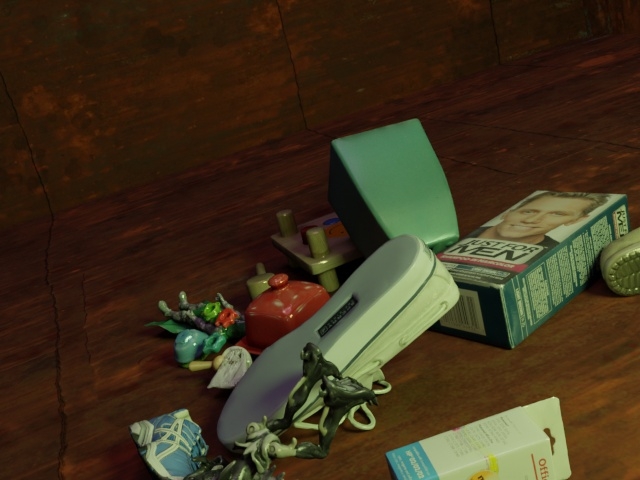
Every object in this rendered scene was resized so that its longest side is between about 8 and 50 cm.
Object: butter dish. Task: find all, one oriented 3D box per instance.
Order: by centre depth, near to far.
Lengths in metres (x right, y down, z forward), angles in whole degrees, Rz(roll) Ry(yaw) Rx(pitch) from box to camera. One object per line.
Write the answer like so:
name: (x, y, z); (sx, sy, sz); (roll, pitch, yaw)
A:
butter dish: (-0.055, 0.111, 1.189); (0.160, 0.118, 0.160); (1, 24, 41)

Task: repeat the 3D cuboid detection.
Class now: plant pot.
plant pot: (0.133, -0.055, 1.244); (0.165, 0.166, 0.234); (-16, 56, -13)

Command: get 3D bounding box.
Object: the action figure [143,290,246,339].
action figure: (-0.203, 0.141, 1.319); (0.232, 0.064, 0.137); (9, 27, 44)

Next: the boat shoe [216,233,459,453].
boat shoe: (0.037, 0.166, 0.951); (0.367, 0.156, 0.136); (-45, 25, 2)

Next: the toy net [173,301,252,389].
toy net: (-0.157, 0.178, 1.163); (0.122, 0.045, 0.232); (-41, 33, -17)

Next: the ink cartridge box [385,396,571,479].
ink cartridge box: (0.164, 0.231, 0.692); (0.181, 0.104, 0.061); (-18, 19, -6)

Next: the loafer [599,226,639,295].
loafer: (0.535, -0.003, 1.073); (0.268, 0.102, 0.092); (-16, 25, 0)

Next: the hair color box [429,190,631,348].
hair color box: (0.323, 0.030, 1.144); (0.347, 0.105, 0.173); (-28, 23, -35)

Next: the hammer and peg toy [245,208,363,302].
hammer and peg toy: (0.000, 0.000, 1.445); (0.361, 0.127, 0.266); (-21, 19, -15)

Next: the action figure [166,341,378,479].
action figure: (-0.053, 0.253, 0.768); (0.276, 0.141, 0.164); (-49, 37, -13)

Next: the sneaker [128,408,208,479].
sneaker: (-0.180, 0.265, 0.907); (0.081, 0.080, 0.211); (-25, 22, -19)
